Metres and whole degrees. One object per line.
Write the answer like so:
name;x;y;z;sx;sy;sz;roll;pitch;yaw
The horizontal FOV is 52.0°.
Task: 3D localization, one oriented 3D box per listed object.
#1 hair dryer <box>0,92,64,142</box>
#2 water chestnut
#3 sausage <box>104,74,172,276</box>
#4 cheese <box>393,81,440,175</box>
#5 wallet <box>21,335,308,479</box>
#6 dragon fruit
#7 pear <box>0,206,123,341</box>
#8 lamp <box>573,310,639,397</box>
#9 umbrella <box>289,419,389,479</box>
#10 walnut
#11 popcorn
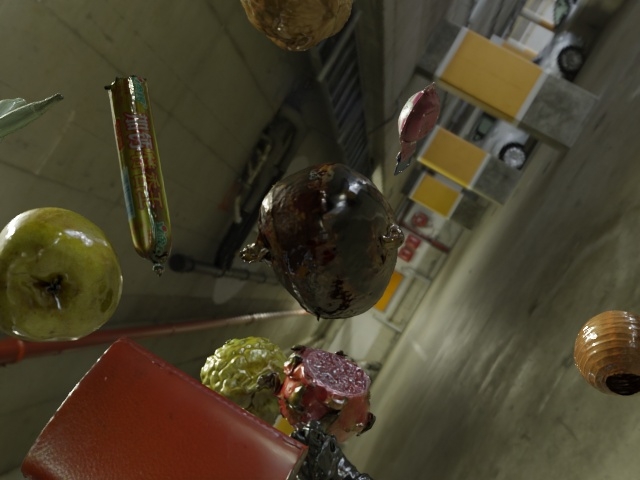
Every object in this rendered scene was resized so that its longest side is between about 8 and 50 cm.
hair dryer;-0.561;-0.238;1.226;0.237;0.075;0.206;-17;33;22
water chestnut;0.000;0.000;0.930;0.238;0.223;0.224;-23;4;18
sausage;-0.312;-0.112;1.138;0.082;0.371;0.082;-13;-19;-4
cheese;0.222;-0.263;1.553;0.155;0.062;0.244;-36;-28;-41
wallet;-0.130;0.187;0.553;0.142;0.204;0.045;-57;-17;-20
dragon fruit;0.008;0.331;1.452;0.211;0.282;0.147;-69;5;-56
pear;-0.586;0.079;1.461;0.304;0.304;0.304;-58;-8;-13
lamp;0.465;0.175;1.019;0.136;0.136;0.136;-58;-8;-13
umbrella;0.058;0.397;1.034;0.110;0.272;0.122;-45;-31;-27
walnut;-0.022;-0.233;0.613;0.105;0.124;0.105;-29;-40;-27
popcorn;-0.180;0.360;1.638;0.206;0.237;0.251;-36;10;13
